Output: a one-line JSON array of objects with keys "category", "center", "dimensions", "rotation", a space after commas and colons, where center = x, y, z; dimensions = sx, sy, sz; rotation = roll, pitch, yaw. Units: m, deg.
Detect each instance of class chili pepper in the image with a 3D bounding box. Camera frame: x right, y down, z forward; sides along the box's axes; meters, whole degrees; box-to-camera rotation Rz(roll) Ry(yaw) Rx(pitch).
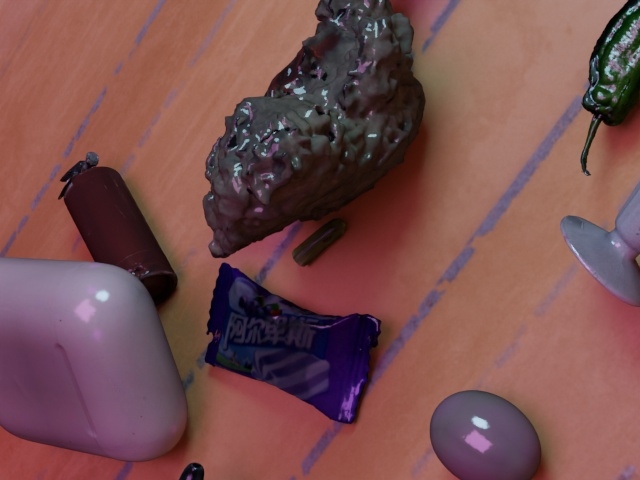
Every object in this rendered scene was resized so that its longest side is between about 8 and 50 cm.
[{"category": "chili pepper", "center": [0.363, -0.201, 1.335], "dimensions": [0.279, 0.065, 0.122], "rotation": [-46, 55, 15]}]

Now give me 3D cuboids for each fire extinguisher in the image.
[{"category": "fire extinguisher", "center": [-0.306, -0.021, 1.761], "dimensions": [0.105, 0.105, 0.269], "rotation": [-45, 60, 21]}]

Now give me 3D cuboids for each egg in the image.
[{"category": "egg", "center": [0.184, 0.223, 1.360], "dimensions": [0.135, 0.103, 0.103], "rotation": [30, 99, 34]}]

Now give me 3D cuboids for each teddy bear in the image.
[{"category": "teddy bear", "center": [-0.028, -0.128, 1.422], "dimensions": [0.224, 0.367, 0.357], "rotation": [42, 110, 9]}]

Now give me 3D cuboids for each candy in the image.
[{"category": "candy", "center": [-0.045, 0.129, 1.566], "dimensions": [0.275, 0.070, 0.145], "rotation": [18, 101, 34]}]

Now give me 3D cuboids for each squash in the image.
[{"category": "squash", "center": [0.000, 0.000, 1.580], "dimensions": [0.083, 0.027, 0.027], "rotation": [-41, 61, 24]}]

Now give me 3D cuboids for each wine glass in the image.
[{"category": "wine glass", "center": [0.357, -0.042, 1.256], "dimensions": [0.196, 0.165, 0.165], "rotation": [-45, 59, 25]}]

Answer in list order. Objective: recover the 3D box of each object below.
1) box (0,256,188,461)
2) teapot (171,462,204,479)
[{"category": "box", "center": [-0.348, 0.160, 1.677], "dimensions": [0.349, 0.141, 0.288], "rotation": [3, 118, 37]}, {"category": "teapot", "center": [-0.188, 0.404, 1.576], "dimensions": [0.182, 0.173, 0.269], "rotation": [-97, 19, -57]}]
